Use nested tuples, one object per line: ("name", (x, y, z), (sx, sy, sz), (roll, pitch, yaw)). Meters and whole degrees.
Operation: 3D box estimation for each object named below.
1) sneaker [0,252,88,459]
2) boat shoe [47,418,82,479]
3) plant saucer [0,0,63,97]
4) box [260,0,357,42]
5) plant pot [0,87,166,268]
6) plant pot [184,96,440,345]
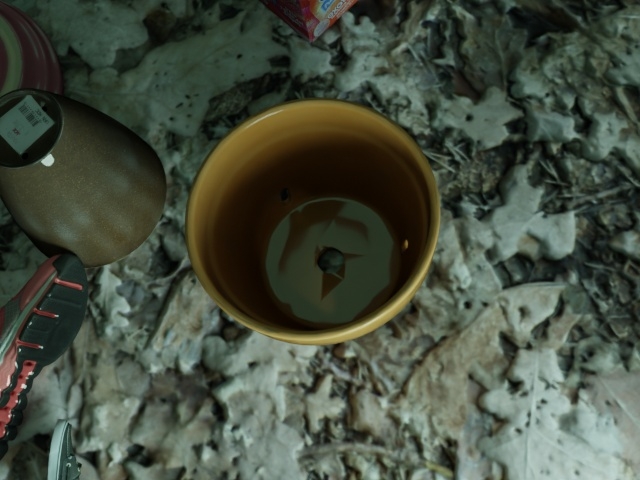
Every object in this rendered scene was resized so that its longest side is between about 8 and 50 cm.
("sneaker", (-0.426, 0.140, 1.136), (0.136, 0.116, 0.313), (25, 79, 18))
("boat shoe", (-0.324, 0.299, 1.110), (0.040, 0.049, 0.142), (4, 73, -11))
("plant saucer", (-0.545, -0.227, 1.259), (0.332, 0.084, 0.332), (1, 72, -3))
("box", (-0.064, -0.427, 1.267), (0.128, 0.122, 0.257), (-43, 71, -8))
("plant pot", (-0.338, -0.099, 1.142), (0.215, 0.230, 0.215), (-3, 71, 7))
("plant pot", (0.000, 0.000, 1.075), (0.291, 0.203, 0.290), (-2, 71, 7))
